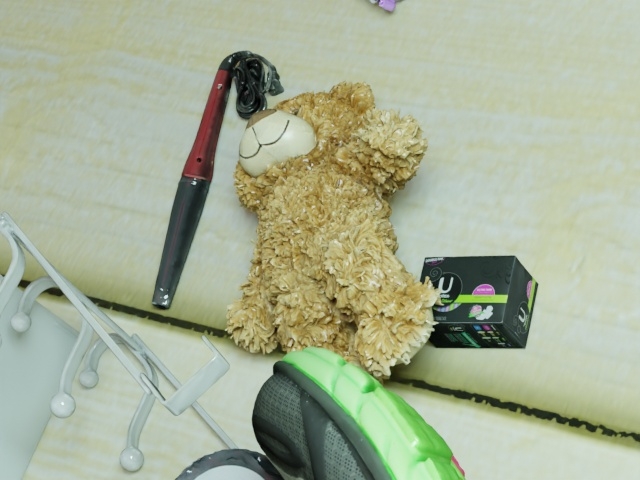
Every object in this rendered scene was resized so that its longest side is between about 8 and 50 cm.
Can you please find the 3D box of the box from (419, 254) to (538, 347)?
[{"bbox_3d":[0.125,0.050,1.429,0.083,0.052,0.062,-2,61,31],"label":"box"}]

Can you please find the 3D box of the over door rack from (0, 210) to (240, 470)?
[{"bbox_3d":[-0.157,0.118,1.432,0.324,0.239,0.108,28,76,40],"label":"over door rack"}]

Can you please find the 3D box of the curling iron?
[{"bbox_3d":[-0.105,-0.063,1.648,0.068,0.035,0.274,8,66,34],"label":"curling iron"}]

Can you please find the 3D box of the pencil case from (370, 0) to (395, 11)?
[{"bbox_3d":[0.016,-0.289,1.690,0.206,0.086,0.088,32,108,41],"label":"pencil case"}]

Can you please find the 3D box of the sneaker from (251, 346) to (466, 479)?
[{"bbox_3d":[0.032,0.256,1.015,0.202,0.185,0.483,-28,47,6],"label":"sneaker"}]

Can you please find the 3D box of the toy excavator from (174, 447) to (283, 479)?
[{"bbox_3d":[0.095,0.310,1.216,0.445,0.222,0.433,34,81,26],"label":"toy excavator"}]

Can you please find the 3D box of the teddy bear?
[{"bbox_3d":[0.000,0.000,1.467,0.245,0.113,0.338,-40,46,50],"label":"teddy bear"}]

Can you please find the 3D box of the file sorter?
[{"bbox_3d":[-0.386,0.100,1.562,0.173,0.277,0.193,7,66,39],"label":"file sorter"}]
